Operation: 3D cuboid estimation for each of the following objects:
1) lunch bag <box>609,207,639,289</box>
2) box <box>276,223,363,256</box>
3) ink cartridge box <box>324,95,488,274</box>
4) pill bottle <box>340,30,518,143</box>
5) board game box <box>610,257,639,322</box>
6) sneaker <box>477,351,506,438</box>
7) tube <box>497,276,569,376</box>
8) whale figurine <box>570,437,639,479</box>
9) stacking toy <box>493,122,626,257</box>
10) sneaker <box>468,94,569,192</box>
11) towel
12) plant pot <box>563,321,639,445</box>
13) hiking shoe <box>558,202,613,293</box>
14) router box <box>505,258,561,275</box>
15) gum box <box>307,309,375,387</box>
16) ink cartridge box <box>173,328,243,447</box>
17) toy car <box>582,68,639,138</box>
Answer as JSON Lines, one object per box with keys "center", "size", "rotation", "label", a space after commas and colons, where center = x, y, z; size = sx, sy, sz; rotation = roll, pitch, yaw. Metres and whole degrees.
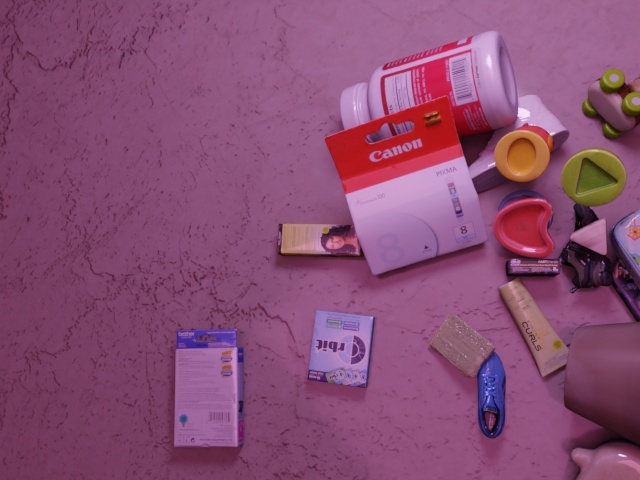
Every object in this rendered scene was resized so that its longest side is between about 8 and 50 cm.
{"center": [0.819, 0.005, 1.355], "size": [0.279, 0.108, 0.224], "rotation": [-30, 78, 8], "label": "lunch bag"}
{"center": [0.000, 0.000, 1.624], "size": [0.232, 0.058, 0.088], "rotation": [0, 81, 14], "label": "box"}
{"center": [0.214, -0.119, 1.453], "size": [0.308, 0.385, 0.091], "rotation": [-17, 35, 11], "label": "ink cartridge box"}
{"center": [0.266, -0.354, 1.500], "size": [0.407, 0.229, 0.229], "rotation": [-9, 79, 29], "label": "pill bottle"}
{"center": [0.826, 0.071, 1.421], "size": [0.243, 0.042, 0.165], "rotation": [-32, 75, 7], "label": "board game box"}
{"center": [0.417, 0.372, 1.453], "size": [0.069, 0.082, 0.210], "rotation": [-1, 79, 15], "label": "sneaker"}
{"center": [0.524, 0.205, 1.467], "size": [0.070, 0.062, 0.240], "rotation": [-36, 79, 44], "label": "tube"}
{"center": [0.651, 0.560, 1.357], "size": [0.272, 0.141, 0.216], "rotation": [-46, 72, 28], "label": "whale figurine"}
{"center": [0.553, -0.118, 1.403], "size": [0.279, 0.130, 0.309], "rotation": [10, 120, 23], "label": "stacking toy"}
{"center": [0.462, -0.254, 1.542], "size": [0.292, 0.108, 0.169], "rotation": [-30, 61, 11], "label": "sneaker"}
{"center": [0.353, 0.262, 1.497], "size": [0.148, 0.027, 0.110], "rotation": [37, 92, 35], "label": "towel"}
{"center": [0.695, 0.303, 1.303], "size": [0.280, 0.323, 0.324], "rotation": [8, 83, 31], "label": "plant pot"}
{"center": [0.627, 0.012, 1.453], "size": [0.114, 0.086, 0.227], "rotation": [-21, 56, 35], "label": "hiking shoe"}
{"center": [0.521, 0.067, 1.469], "size": [0.122, 0.092, 0.038], "rotation": [-1, 81, 14], "label": "router box"}
{"center": [0.055, 0.283, 1.574], "size": [0.156, 0.041, 0.185], "rotation": [5, 81, 14], "label": "gum box"}
{"center": [-0.303, 0.400, 1.631], "size": [0.185, 0.065, 0.311], "rotation": [-4, 82, 13], "label": "ink cartridge box"}
{"center": [0.768, -0.367, 1.457], "size": [0.188, 0.155, 0.149], "rotation": [-34, 75, -4], "label": "toy car"}
